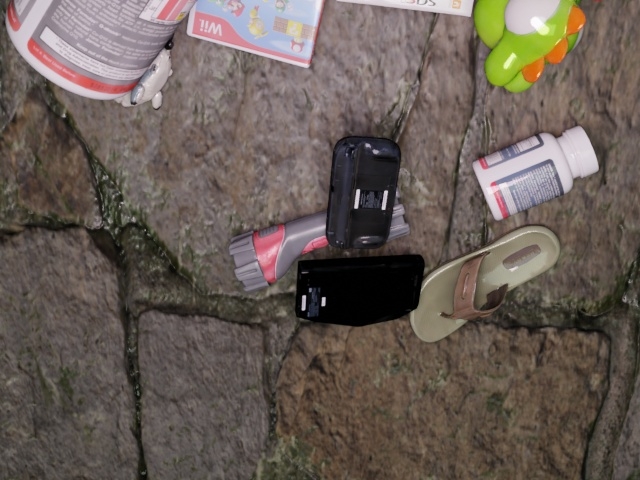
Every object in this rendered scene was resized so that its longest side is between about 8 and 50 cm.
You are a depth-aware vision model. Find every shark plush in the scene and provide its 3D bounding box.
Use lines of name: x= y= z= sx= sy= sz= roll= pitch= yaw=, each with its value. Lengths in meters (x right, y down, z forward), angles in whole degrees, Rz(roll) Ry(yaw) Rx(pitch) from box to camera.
shark plush: x=-0.279 y=-0.280 z=1.250 sx=0.067 sy=0.073 sz=0.161 roll=40 pitch=118 yaw=17

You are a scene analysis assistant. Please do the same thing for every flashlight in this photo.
flashlight: x=0.000 y=0.000 z=1.345 sx=0.304 sy=0.103 sz=0.103 roll=-16 pitch=75 yaw=5

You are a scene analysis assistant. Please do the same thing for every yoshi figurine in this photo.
yoshi figurine: x=0.332 y=-0.391 z=1.105 sx=0.204 sy=0.203 sz=0.362 roll=33 pitch=117 yaw=1

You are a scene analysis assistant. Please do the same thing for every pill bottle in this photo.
pill bottle: x=-0.263 y=-0.388 z=1.084 sx=0.210 sy=0.210 sz=0.363 roll=38 pitch=121 yaw=-14
pill bottle: x=0.349 y=-0.113 z=1.272 sx=0.180 sy=0.108 sz=0.108 roll=-22 pitch=112 yaw=12

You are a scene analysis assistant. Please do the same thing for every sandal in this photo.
sandal: x=0.280 y=0.076 z=1.371 sx=0.303 sy=0.086 sz=0.120 roll=-36 pitch=108 yaw=16

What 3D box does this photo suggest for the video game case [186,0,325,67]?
video game case: x=-0.082 y=-0.423 z=1.172 sx=0.204 sy=0.025 sz=0.285 roll=17 pitch=115 yaw=5

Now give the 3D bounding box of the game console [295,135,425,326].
game console: x=0.074 y=-0.004 z=1.276 sx=0.213 sy=0.044 sz=0.361 roll=-2 pitch=125 yaw=-11

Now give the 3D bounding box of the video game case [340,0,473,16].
video game case: x=0.139 y=-0.461 z=1.158 sx=0.210 sy=0.042 sz=0.232 roll=7 pitch=114 yaw=-1
